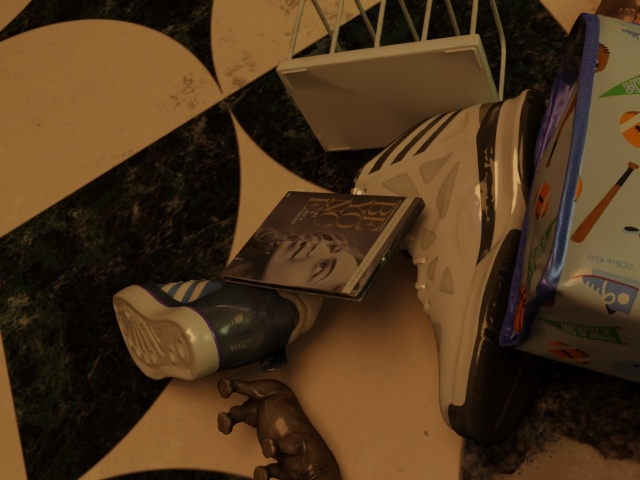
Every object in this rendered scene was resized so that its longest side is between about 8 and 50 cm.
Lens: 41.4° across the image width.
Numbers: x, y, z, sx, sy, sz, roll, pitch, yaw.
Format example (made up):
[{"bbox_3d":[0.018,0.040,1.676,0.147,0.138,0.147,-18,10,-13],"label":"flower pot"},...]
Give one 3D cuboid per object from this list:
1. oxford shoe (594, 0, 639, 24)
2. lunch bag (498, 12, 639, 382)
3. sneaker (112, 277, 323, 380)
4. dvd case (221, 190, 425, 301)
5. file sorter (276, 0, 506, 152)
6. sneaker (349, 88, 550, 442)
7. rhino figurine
[{"bbox_3d":[0.460,-0.364,1.140,0.132,0.130,0.364,29,78,40],"label":"oxford shoe"},{"bbox_3d":[0.387,-0.043,0.878,0.327,0.239,0.386,14,67,4],"label":"lunch bag"},{"bbox_3d":[-0.133,0.097,1.182,0.236,0.130,0.322,-21,12,-30],"label":"sneaker"},{"bbox_3d":[0.000,0.000,1.046,0.221,0.018,0.164,6,47,40],"label":"dvd case"},{"bbox_3d":[0.114,-0.259,1.201,0.277,0.193,0.173,-2,60,24],"label":"file sorter"},{"bbox_3d":[0.155,0.029,1.074,0.257,0.169,0.448,-6,60,37],"label":"sneaker"},{"bbox_3d":[-0.033,0.263,1.043,0.243,0.106,0.073,49,122,34],"label":"rhino figurine"}]
